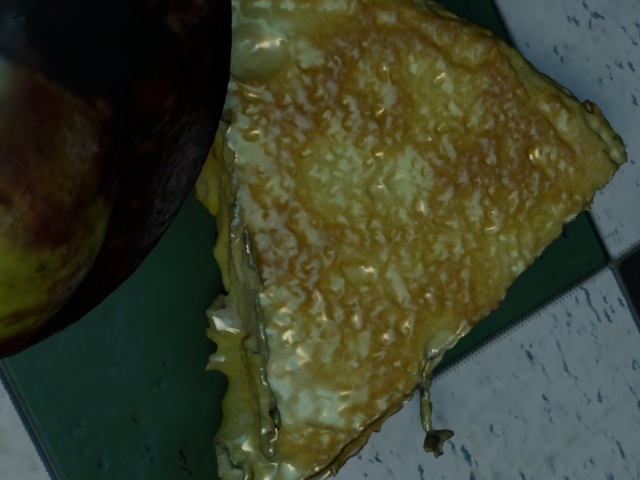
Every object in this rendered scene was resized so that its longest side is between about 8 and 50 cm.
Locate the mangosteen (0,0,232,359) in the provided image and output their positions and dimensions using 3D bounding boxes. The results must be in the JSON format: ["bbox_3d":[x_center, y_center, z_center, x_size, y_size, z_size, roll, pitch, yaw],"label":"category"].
[{"bbox_3d":[-0.193,-0.076,0.632,0.313,0.297,0.297,-34,101,-39],"label":"mangosteen"}]

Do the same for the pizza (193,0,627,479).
[{"bbox_3d":[0.000,0.000,0.861,0.280,0.075,0.287,29,73,-19],"label":"pizza"}]
